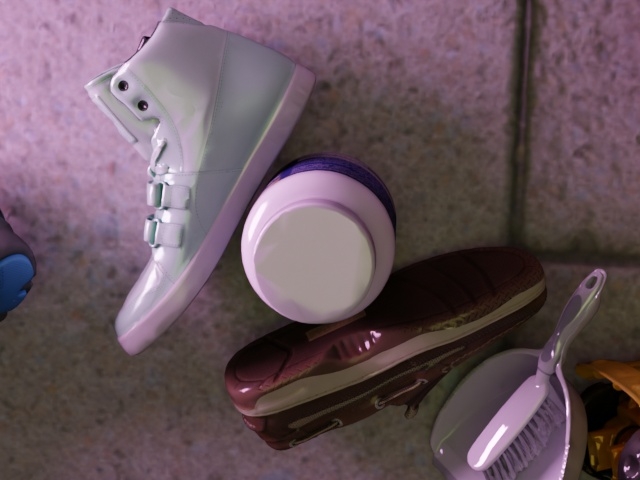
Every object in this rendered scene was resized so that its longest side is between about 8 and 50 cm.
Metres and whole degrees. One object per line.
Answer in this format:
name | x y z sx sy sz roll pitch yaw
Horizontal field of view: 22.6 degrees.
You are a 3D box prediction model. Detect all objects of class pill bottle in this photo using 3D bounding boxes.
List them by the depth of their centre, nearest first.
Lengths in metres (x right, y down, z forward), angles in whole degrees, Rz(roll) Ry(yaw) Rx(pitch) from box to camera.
pill bottle | 0.000 0.000 1.171 0.112 0.186 0.112 0 99 3

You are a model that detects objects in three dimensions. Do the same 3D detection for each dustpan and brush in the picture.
dustpan and brush | 0.163 0.115 1.206 0.060 0.147 0.211 28 101 -41

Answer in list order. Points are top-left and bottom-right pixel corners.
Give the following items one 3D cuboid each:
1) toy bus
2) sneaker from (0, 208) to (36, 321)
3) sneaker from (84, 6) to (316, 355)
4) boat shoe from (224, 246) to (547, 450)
toy bus | 0.310 0.188 1.223 0.211 0.149 0.220 -11 100 -12
sneaker | -0.375 0.068 1.257 0.341 0.125 0.139 -38 69 11
sneaker | -0.128 -0.049 1.215 0.151 0.094 0.256 28 90 -8
boat shoe | 0.058 0.088 1.245 0.257 0.095 0.095 -20 122 5
